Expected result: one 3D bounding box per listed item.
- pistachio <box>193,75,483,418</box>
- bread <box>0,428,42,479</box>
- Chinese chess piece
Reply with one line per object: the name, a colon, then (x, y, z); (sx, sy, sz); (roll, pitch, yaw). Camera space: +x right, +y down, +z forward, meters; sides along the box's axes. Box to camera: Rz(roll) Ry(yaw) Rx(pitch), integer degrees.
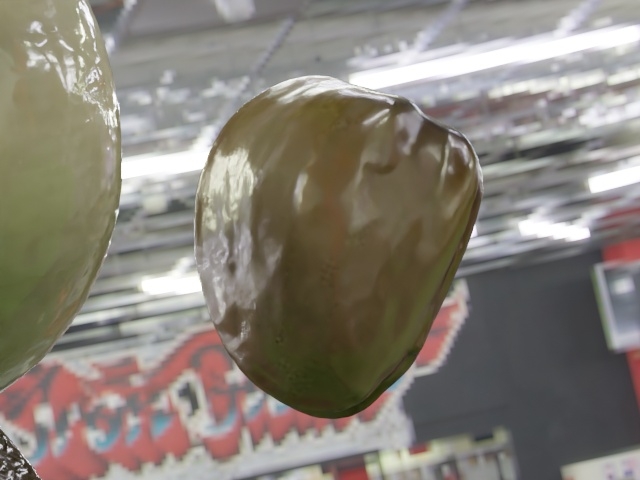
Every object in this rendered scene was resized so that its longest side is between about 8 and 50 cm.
pistachio: (0.000, 0.000, 1.292); (0.213, 0.260, 0.163); (15, -19, 18)
bread: (-0.336, 0.273, 1.663); (0.113, 0.416, 0.165); (-29, -24, -34)
Chinese chess piece: (-0.269, -0.057, 0.924); (0.338, 0.338, 0.140); (-18, 0, 33)
